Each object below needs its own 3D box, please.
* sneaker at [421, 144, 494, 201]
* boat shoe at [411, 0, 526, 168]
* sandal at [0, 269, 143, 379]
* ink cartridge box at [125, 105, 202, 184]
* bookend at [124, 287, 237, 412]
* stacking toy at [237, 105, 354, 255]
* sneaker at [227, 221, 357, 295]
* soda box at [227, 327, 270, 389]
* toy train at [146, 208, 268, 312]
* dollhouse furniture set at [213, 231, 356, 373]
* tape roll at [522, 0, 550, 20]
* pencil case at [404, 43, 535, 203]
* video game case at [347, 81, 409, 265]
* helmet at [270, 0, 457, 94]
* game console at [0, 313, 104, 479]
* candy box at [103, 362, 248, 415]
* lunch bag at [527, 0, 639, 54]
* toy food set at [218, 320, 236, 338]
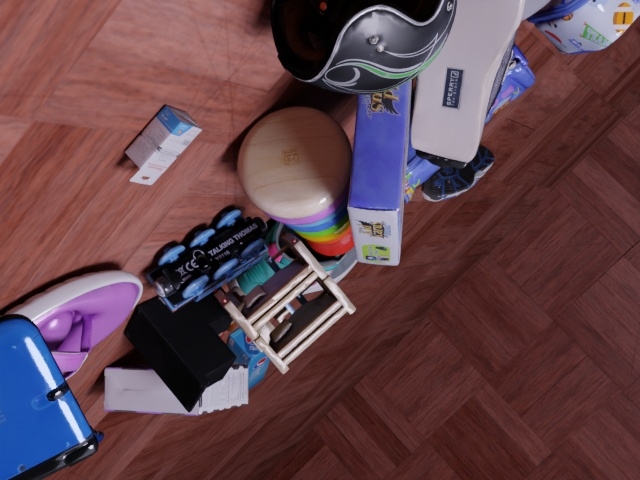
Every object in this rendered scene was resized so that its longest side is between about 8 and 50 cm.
[{"bbox_3d":[0.283,-0.124,1.898,0.211,0.080,0.081,-29,157,-37],"label":"sneaker"},{"bbox_3d":[0.187,-0.267,1.162,0.340,0.127,0.158,100,8,-46],"label":"boat shoe"},{"bbox_3d":[-0.366,0.168,1.034,0.416,0.102,0.169,-29,160,-36],"label":"sandal"},{"bbox_3d":[-0.168,-0.098,0.948,0.083,0.028,0.048,-46,164,12],"label":"ink cartridge box"},{"bbox_3d":[-0.175,0.143,1.346,0.157,0.156,0.072,-28,158,-45],"label":"bookend"},{"bbox_3d":[-0.009,-0.053,1.228,0.141,0.141,0.330,-41,162,-4],"label":"stacking toy"},{"bbox_3d":[0.000,0.000,1.476,0.295,0.124,0.178,-25,167,-44],"label":"sneaker"},{"bbox_3d":[-0.147,0.237,1.835,0.071,0.067,0.210,-35,163,-27],"label":"soda box"},{"bbox_3d":[-0.152,0.030,1.251,0.184,0.080,0.105,-35,169,-27],"label":"toy train"},{"bbox_3d":[-0.067,0.068,1.240,0.129,0.129,0.184,-41,-160,-8],"label":"dollhouse furniture set"},{"bbox_3d":[0.295,-0.394,1.210,0.219,0.072,0.219,-38,164,-13],"label":"tape roll"},{"bbox_3d":[0.196,-0.195,1.407,0.306,0.119,0.133,-43,-171,2],"label":"pencil case"},{"bbox_3d":[0.077,-0.129,1.112,0.244,0.061,0.269,75,19,-74],"label":"video game case"},{"bbox_3d":[0.049,-0.226,0.894,0.161,0.169,0.169,-12,150,-31],"label":"helmet"},{"bbox_3d":[-0.395,0.214,0.948,0.293,0.250,0.173,-26,-156,-14],"label":"game console"},{"bbox_3d":[-0.226,0.234,1.462,0.165,0.070,0.196,-1,175,17],"label":"candy box"},{"bbox_3d":[0.459,-0.414,1.347,0.303,0.115,0.243,-47,-170,1],"label":"lunch bag"},{"bbox_3d":[-0.163,0.151,1.652,0.122,0.019,0.078,-48,164,19],"label":"toy food set"}]
